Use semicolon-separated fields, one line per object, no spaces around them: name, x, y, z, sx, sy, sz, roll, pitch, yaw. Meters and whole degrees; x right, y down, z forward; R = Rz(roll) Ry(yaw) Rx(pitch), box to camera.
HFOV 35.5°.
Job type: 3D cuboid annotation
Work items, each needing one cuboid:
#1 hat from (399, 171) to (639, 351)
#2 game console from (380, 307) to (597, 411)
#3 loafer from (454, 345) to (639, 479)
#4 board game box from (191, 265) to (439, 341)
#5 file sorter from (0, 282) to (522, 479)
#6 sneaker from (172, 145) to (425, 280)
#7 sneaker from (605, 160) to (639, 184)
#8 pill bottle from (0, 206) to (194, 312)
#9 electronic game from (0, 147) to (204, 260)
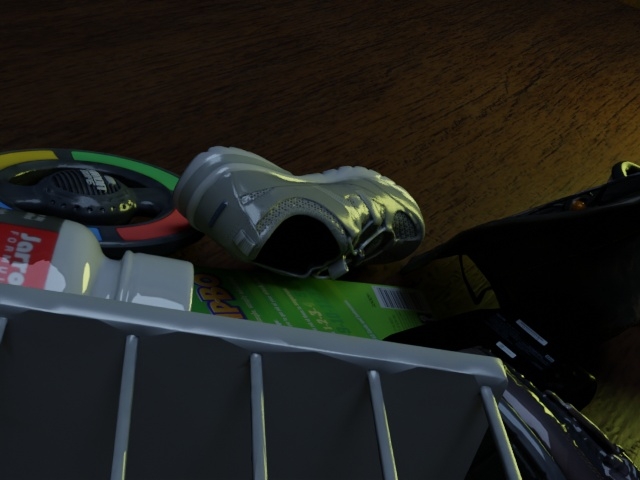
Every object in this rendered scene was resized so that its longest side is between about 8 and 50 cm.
hat;0.229;0.026;0.903;0.331;0.134;0.331;-18;-2;-1
game console;0.169;0.189;0.708;0.213;0.044;0.361;-25;54;-36
loafer;0.176;0.186;0.610;0.095;0.109;0.302;-25;69;-31
board game box;-0.018;0.073;0.842;0.259;0.039;0.124;9;28;-19
file sorter;-0.049;0.167;0.503;0.277;0.193;0.173;9;32;-13
sneaker;0.000;0.000;0.897;0.281;0.105;0.115;5;38;-44
sneaker;0.396;0.010;1.015;0.127;0.182;0.315;-15;41;-41
pill bottle;-0.230;0.054;0.631;0.283;0.161;0.161;10;29;-11
electronic game;-0.211;-0.037;0.895;0.229;0.048;0.229;10;21;-4
